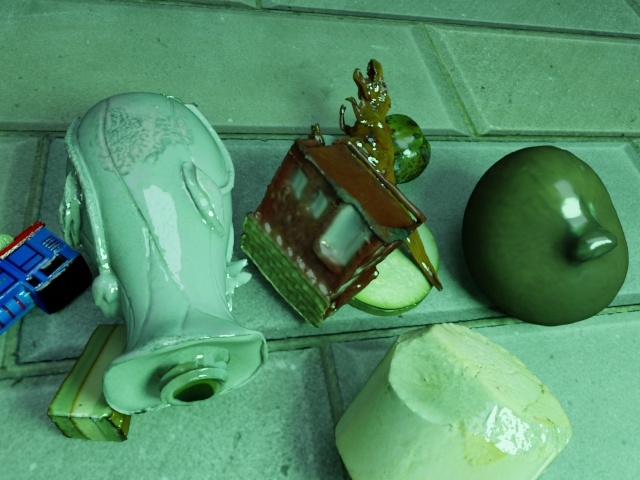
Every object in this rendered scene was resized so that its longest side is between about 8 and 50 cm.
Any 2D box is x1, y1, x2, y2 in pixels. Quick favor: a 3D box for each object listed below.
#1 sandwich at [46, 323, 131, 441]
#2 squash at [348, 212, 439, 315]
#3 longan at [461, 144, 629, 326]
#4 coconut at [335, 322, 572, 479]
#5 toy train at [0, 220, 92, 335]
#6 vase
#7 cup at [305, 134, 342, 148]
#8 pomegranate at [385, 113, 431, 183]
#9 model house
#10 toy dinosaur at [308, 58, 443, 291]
[{"bbox_3d":[-0.276,0.162,0.628,0.079,0.113,0.163,7,55,-8],"label":"sandwich"},{"bbox_3d":[0.101,0.029,0.858,0.219,0.041,0.219,4,60,-7],"label":"squash"},{"bbox_3d":[0.361,-0.006,0.799,0.243,0.300,0.300,-23,62,0],"label":"longan"},{"bbox_3d":[0.151,0.246,0.607,0.239,0.244,0.239,27,17,-9],"label":"coconut"},{"bbox_3d":[-0.440,0.070,0.672,0.131,0.082,0.204,34,56,8],"label":"toy train"},{"bbox_3d":[-0.216,0.000,0.661,0.250,0.250,0.445,-11,55,-20],"label":"vase"},{"bbox_3d":[-0.008,-0.137,0.928,0.104,0.074,0.116,-3,59,14],"label":"cup"},{"bbox_3d":[0.133,-0.175,0.946,0.163,0.125,0.138,-8,71,-17],"label":"pomegranate"},{"bbox_3d":[0.000,0.000,0.733,0.196,0.254,0.160,48,36,13],"label":"model house"},{"bbox_3d":[0.068,-0.112,0.839,0.208,0.097,0.431,-5,81,-19],"label":"toy dinosaur"}]
